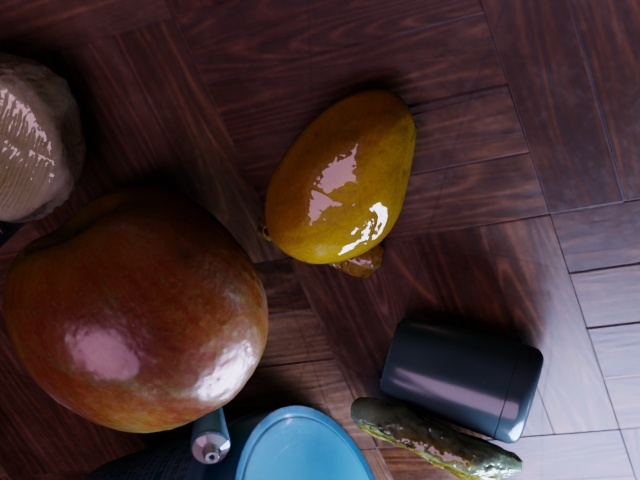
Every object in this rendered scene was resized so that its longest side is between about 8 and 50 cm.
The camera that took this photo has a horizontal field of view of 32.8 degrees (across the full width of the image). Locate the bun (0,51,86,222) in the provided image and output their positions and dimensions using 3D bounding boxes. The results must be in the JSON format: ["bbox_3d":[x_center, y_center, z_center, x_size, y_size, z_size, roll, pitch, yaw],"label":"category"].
[{"bbox_3d":[-0.367,-0.129,1.272,0.221,0.134,0.220,14,129,18],"label":"bun"}]

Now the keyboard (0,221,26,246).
[{"bbox_3d":[-0.441,-0.068,1.365,0.041,0.103,0.381,-20,115,47],"label":"keyboard"}]

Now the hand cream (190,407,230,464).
[{"bbox_3d":[-0.144,0.210,1.388,0.048,0.224,0.083,7,113,-11],"label":"hand cream"}]

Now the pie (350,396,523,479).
[{"bbox_3d":[0.147,0.255,1.359,0.241,0.054,0.240,22,170,4],"label":"pie"}]

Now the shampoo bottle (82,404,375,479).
[{"bbox_3d":[-0.136,0.422,1.474,0.343,0.331,0.331,-22,116,32],"label":"shampoo bottle"}]

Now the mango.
[{"bbox_3d":[0.029,-0.068,1.197,0.147,0.109,0.227,31,117,-9],"label":"mango"}]

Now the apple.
[{"bbox_3d":[-0.226,0.073,1.263,0.302,0.301,0.301,10,128,13],"label":"apple"}]

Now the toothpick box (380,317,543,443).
[{"bbox_3d":[0.167,0.163,1.311,0.184,0.120,0.120,17,129,10],"label":"toothpick box"}]

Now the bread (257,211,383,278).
[{"bbox_3d":[0.000,0.000,1.295,0.157,0.044,0.052,21,132,3],"label":"bread"}]
